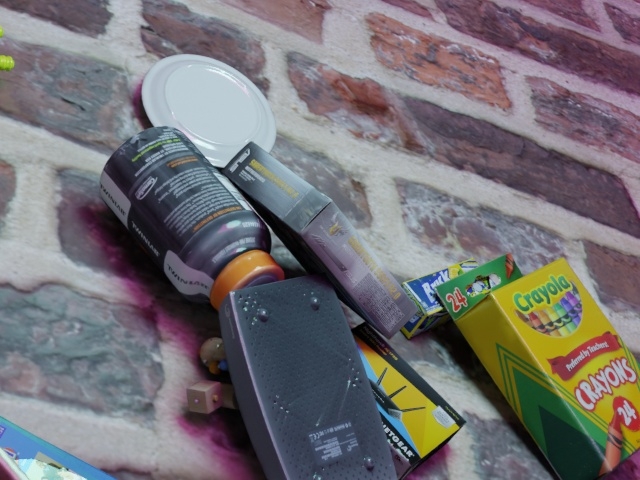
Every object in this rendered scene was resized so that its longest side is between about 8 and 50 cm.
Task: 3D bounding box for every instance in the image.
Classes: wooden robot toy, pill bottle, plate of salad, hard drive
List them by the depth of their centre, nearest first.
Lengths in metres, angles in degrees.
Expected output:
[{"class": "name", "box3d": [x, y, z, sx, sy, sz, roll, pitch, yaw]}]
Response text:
[{"class": "hard drive", "box3d": [-0.018, 0.170, 1.471, 0.172, 0.054, 0.254, -11, 79, -47]}, {"class": "wooden robot toy", "box3d": [-0.107, 0.142, 1.511, 0.079, 0.076, 0.173, 3, 34, 33]}, {"class": "pill bottle", "box3d": [-0.145, -0.014, 1.564, 0.130, 0.130, 0.245, -9, 46, -44]}, {"class": "plate of salad", "box3d": [-0.155, -0.174, 1.840, 0.200, 0.048, 0.199, 16, 49, -20]}]

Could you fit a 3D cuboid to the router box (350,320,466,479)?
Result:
[{"class": "router box", "box3d": [0.070, 0.191, 1.594, 0.179, 0.046, 0.133, 44, 37, 15]}]

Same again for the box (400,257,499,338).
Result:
[{"class": "box", "box3d": [0.163, 0.077, 1.795, 0.169, 0.054, 0.059, -16, 59, -48]}]

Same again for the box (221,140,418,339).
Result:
[{"class": "box", "box3d": [0.000, 0.000, 1.599, 0.183, 0.056, 0.231, 37, -9, 48]}]

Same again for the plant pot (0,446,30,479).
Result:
[{"class": "plant pot", "box3d": [-0.373, 0.303, 0.884, 0.334, 0.305, 0.334, 22, 37, -18]}]

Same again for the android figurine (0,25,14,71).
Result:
[{"class": "android figurine", "box3d": [-0.514, -0.250, 1.636, 0.273, 0.056, 0.248, 5, 45, -33]}]

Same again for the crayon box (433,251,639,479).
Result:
[{"class": "crayon box", "box3d": [0.309, 0.151, 1.754, 0.202, 0.081, 0.318, -22, 74, -49]}]

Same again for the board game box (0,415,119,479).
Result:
[{"class": "board game box", "box3d": [-0.248, 0.274, 1.241, 0.210, 0.047, 0.160, 30, 36, -6]}]
